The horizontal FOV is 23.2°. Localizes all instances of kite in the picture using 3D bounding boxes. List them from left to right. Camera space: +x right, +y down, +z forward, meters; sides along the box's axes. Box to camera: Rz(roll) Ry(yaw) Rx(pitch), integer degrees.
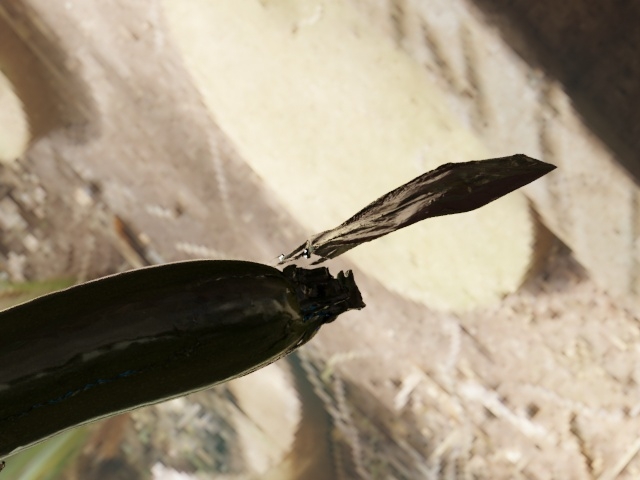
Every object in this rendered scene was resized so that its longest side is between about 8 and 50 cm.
[{"bbox_3d":[0.001,0.004,1.158,0.022,0.360,0.204,70,164,-9],"label":"kite"}]

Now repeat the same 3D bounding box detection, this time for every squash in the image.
[{"bbox_3d":[-0.118,0.063,0.901,0.087,0.332,0.087,42,140,49],"label":"squash"}]

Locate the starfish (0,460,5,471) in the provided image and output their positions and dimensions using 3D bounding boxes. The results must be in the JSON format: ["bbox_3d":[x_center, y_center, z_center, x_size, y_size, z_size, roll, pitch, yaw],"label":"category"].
[{"bbox_3d":[-0.303,0.222,1.239,0.130,0.133,0.041,-11,102,64],"label":"starfish"}]
